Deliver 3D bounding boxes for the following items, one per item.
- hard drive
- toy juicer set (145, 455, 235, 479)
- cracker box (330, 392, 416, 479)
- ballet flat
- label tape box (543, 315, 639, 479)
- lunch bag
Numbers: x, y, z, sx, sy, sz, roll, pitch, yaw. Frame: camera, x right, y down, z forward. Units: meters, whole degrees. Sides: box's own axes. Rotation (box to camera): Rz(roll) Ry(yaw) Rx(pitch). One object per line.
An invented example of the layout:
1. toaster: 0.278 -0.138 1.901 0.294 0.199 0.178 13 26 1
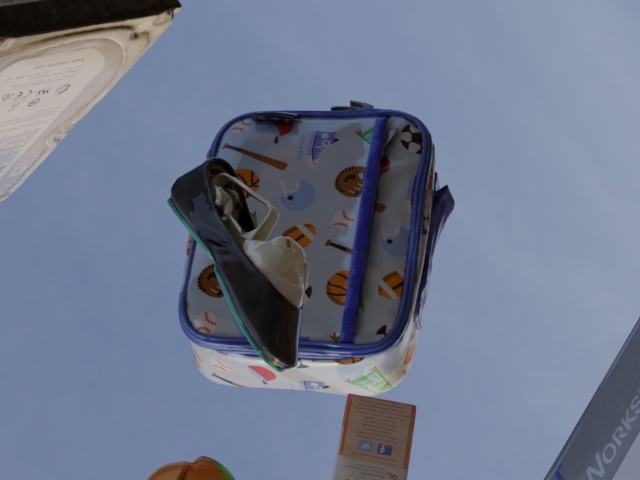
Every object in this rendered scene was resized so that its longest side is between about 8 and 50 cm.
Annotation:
1. hard drive: -0.297 -0.108 1.566 0.237 0.339 0.064 -18 -107 -51
2. toy juicer set: -0.145 0.291 1.279 0.329 0.089 0.209 -43 -57 4
3. cracker box: 0.029 0.265 1.536 0.232 0.067 0.155 -79 -2 -51
4. ballet flat: -0.053 0.008 1.392 0.074 0.074 0.203 22 -154 -45
5. label tape box: 0.183 0.093 0.798 0.106 0.333 0.240 27 -82 -15
6. lunch bag: 0.000 0.000 1.769 0.115 0.243 0.303 73 -157 -54
